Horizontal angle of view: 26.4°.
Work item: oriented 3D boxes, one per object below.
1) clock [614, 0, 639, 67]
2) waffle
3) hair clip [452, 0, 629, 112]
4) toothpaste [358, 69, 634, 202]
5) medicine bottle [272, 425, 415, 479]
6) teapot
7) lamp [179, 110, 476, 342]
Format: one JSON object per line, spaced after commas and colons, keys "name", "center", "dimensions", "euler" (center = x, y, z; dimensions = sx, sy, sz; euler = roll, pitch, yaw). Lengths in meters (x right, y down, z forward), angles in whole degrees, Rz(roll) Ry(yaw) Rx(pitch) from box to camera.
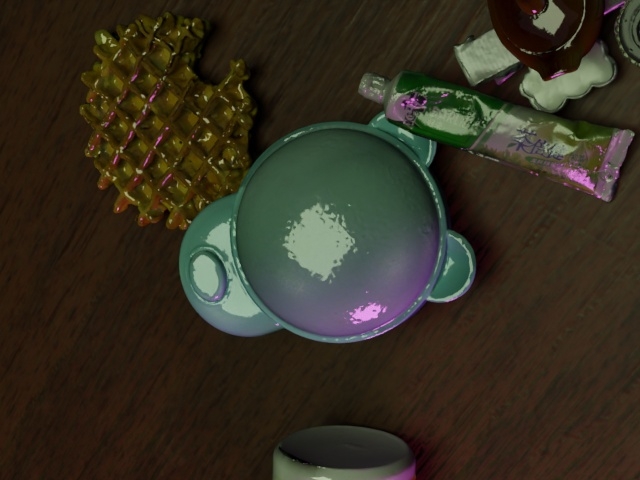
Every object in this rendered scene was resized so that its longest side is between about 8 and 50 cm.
{"name": "clock", "center": [0.286, -0.180, 1.143], "dimensions": [0.083, 0.010, 0.074], "euler": [-40, 86, 26]}
{"name": "waffle", "center": [-0.160, -0.124, 1.444], "dimensions": [0.229, 0.051, 0.231], "euler": [1, 100, 31]}
{"name": "hair clip", "center": [0.224, -0.199, 1.194], "dimensions": [0.220, 0.054, 0.140], "euler": [-29, 79, 30]}
{"name": "toothpaste", "center": [0.152, -0.103, 1.226], "dimensions": [0.248, 0.047, 0.078], "euler": [20, 126, 10]}
{"name": "medicine bottle", "center": [0.019, 0.324, 1.356], "dimensions": [0.143, 0.143, 0.258], "euler": [10, 103, 30]}
{"name": "teapot", "center": [0.187, -0.197, 1.146], "dimensions": [0.098, 0.078, 0.129], "euler": [-15, 85, 27]}
{"name": "lamp", "center": [-0.005, 0.000, 1.310], "dimensions": [0.284, 0.147, 0.209], "euler": [-20, 83, 33]}
